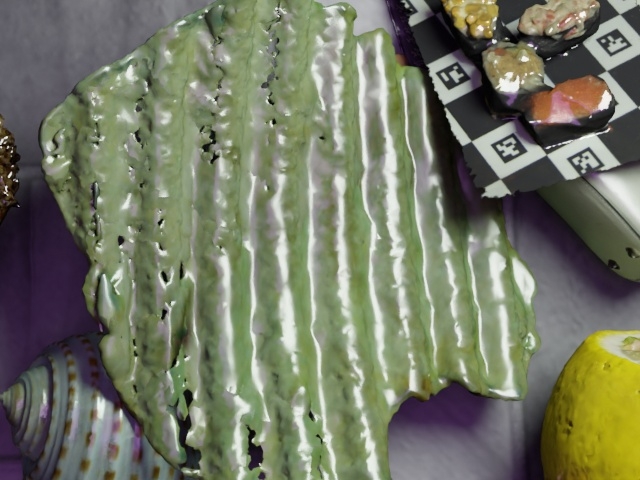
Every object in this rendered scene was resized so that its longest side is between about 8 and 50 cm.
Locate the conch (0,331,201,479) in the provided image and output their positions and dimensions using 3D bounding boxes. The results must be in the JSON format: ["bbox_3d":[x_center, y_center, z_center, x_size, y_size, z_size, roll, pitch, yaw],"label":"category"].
[{"bbox_3d":[-0.159,0.164,1.016,0.200,0.131,0.172,17,84,-1],"label":"conch"}]

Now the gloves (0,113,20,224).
[{"bbox_3d":[-0.373,-0.038,1.015,0.312,0.135,0.210,12,63,18],"label":"gloves"}]

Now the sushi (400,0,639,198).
[{"bbox_3d":[0.172,-0.173,1.036,0.193,0.043,0.279,-14,59,0],"label":"sushi"}]

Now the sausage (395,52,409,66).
[{"bbox_3d":[0.074,-0.105,1.107,0.026,0.026,0.116,-10,85,-4],"label":"sausage"}]

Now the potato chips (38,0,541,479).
[{"bbox_3d":[-0.005,-0.007,0.990,0.373,0.097,0.389,-26,94,-26],"label":"potato chips"}]

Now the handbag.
[{"bbox_3d":[0.312,-0.135,1.087,0.315,0.109,0.241,-43,88,-10],"label":"handbag"}]

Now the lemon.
[{"bbox_3d":[0.288,0.190,0.993,0.240,0.240,0.219,4,99,-3],"label":"lemon"}]

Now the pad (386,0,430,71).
[{"bbox_3d":[0.109,-0.230,1.130,0.112,0.003,0.157,-17,87,-4],"label":"pad"}]
